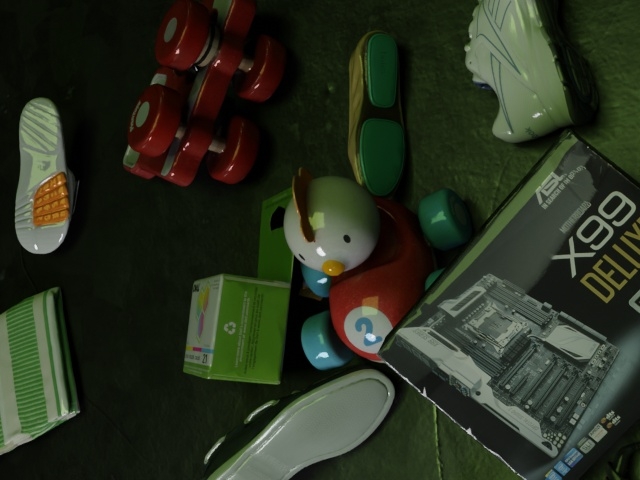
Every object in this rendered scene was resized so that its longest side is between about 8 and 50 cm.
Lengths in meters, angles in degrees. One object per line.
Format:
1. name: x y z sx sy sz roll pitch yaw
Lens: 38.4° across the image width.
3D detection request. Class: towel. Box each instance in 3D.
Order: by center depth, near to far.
1. towel: -0.542 0.247 1.598 0.325 0.038 0.248 -31 63 30

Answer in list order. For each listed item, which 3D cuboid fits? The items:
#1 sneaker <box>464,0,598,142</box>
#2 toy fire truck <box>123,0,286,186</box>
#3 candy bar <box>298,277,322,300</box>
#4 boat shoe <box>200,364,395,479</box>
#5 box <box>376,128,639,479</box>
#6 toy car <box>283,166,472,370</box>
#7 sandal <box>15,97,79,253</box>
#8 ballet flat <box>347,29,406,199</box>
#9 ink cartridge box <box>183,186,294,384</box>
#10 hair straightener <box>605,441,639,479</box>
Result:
1. sneaker: 0.222 -0.254 1.089 0.129 0.111 0.297 -25 66 37
2. toy fire truck: -0.198 -0.228 1.371 0.254 0.169 0.302 22 93 56
3. candy bar: 0.000 0.000 1.255 0.040 0.018 0.161 7 86 37
4. boat shoe: -0.040 0.243 1.182 0.302 0.114 0.091 -35 28 10
5. box: 0.248 0.077 0.948 0.242 0.076 0.307 40 106 3
6. toy car: 0.031 0.014 1.071 0.219 0.238 0.210 -23 51 30
7. sandal: -0.460 -0.110 1.579 0.102 0.076 0.265 4 95 14
8. ballet flat: 0.070 -0.159 1.213 0.073 0.080 0.232 -19 65 62
9. ink cartridge box: -0.107 0.056 1.222 0.189 0.097 0.255 163 113 -71
10. hair straightener: 0.323 0.316 0.945 0.089 0.047 0.230 12 84 37
